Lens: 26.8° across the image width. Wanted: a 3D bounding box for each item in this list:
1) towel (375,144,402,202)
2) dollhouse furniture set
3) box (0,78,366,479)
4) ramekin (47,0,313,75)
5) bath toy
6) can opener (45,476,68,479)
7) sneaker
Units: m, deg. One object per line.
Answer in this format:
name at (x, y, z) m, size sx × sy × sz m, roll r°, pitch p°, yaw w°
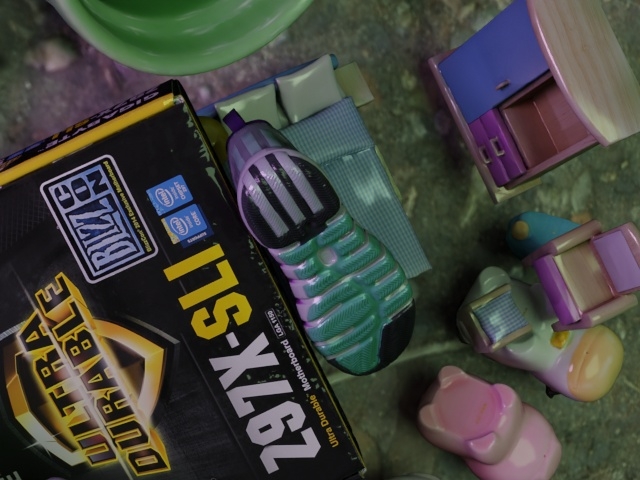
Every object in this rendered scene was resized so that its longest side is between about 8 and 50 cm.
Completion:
towel at (-0.003, -0.032, 1.121) m, size 0.148 × 0.027 × 0.110 m, roll -40°, pitch 112°, yaw -20°
dollhouse furniture set at (0.076, -0.026, 1.011) m, size 0.303 × 0.198 × 0.286 m, roll -24°, pitch 87°, yaw -19°
box at (-0.146, 0.081, 0.969) m, size 0.257 × 0.079 × 0.322 m, roll -25°, pitch 108°, yaw -1°
ramekin at (-0.108, -0.278, 0.908) m, size 0.303 × 0.148 × 0.303 m, roll -31°, pitch 137°, yaw -34°
bath toy at (0.155, 0.152, 1.180) m, size 0.151 × 0.129 × 0.348 m, roll 27°, pitch 75°, yaw 16°
can opener at (-0.209, 0.291, 0.874) m, size 0.280 × 0.093 × 0.074 m, roll -60°, pitch 157°, yaw -3°
sneaker at (0.000, 0.000, 0.962) m, size 0.083 × 0.098 × 0.224 m, roll -29°, pitch 131°, yaw -2°
